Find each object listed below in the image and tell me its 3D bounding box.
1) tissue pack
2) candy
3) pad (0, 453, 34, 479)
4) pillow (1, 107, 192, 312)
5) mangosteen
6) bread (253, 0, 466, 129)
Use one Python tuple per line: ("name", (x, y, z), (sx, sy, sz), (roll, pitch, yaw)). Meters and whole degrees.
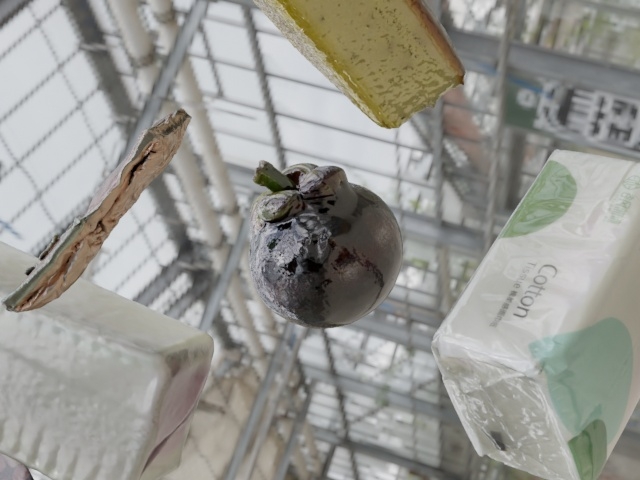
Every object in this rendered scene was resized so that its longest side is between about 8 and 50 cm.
("tissue pack", (0.316, 0.099, 1.540), (0.356, 0.194, 0.266), (-53, -42, -28))
("candy", (-0.315, 0.141, 1.404), (0.145, 0.358, 0.208), (-28, -44, -63))
("pad", (-0.418, 0.311, 1.438), (0.158, 0.235, 0.003), (-40, -57, -10))
("pillow", (-0.204, -0.026, 1.133), (0.232, 0.043, 0.126), (-50, 6, 13))
("mangosteen", (0.013, 0.003, 2.219), (0.297, 0.297, 0.313), (-52, -25, -59))
("bread", (-0.016, -0.312, 1.377), (0.143, 0.323, 0.333), (-43, -44, 4))
